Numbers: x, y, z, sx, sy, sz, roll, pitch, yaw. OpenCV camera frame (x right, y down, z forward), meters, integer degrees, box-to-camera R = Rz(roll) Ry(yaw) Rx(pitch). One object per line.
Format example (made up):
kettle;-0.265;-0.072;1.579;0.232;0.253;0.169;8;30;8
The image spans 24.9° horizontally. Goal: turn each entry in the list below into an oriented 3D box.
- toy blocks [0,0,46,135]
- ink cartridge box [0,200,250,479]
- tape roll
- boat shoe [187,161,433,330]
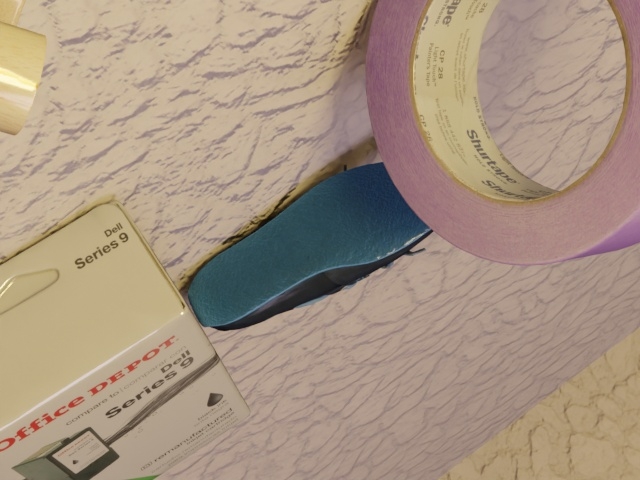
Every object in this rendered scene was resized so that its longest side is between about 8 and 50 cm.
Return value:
toy blocks;-0.294;-0.072;0.667;0.260;0.309;0.288;15;119;-21
ink cartridge box;-0.197;0.118;1.215;0.211;0.121;0.289;-33;157;-6
tape roll;0.165;-0.122;1.064;0.090;0.275;0.275;-7;144;-49
boat shoe;0.000;0.000;1.325;0.258;0.109;0.089;-21;165;7
